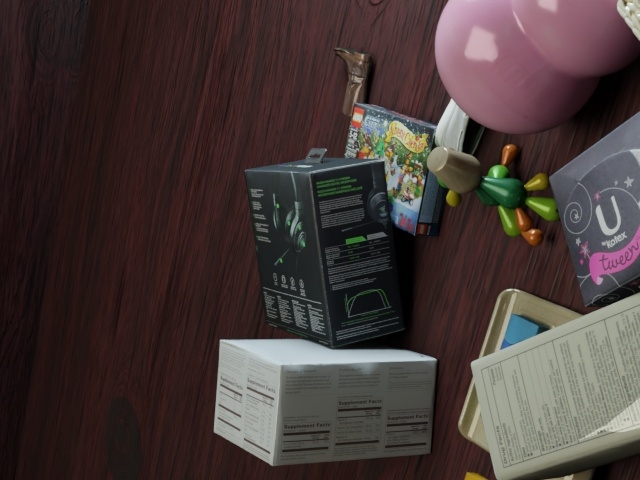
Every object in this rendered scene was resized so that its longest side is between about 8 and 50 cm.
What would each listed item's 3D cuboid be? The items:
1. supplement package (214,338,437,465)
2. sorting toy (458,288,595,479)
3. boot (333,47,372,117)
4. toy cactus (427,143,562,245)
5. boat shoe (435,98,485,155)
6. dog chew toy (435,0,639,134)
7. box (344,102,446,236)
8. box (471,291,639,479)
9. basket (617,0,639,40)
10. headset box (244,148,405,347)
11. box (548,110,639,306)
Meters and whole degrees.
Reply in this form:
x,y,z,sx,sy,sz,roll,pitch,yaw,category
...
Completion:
x,y,z,sx,sy,sz,roll,pitch,yaw,category
0.004,0.229,1.648,0.204,0.262,0.145,10,96,60,supplement package
0.253,0.228,1.391,0.229,0.041,0.307,23,98,58,sorting toy
0.046,-0.257,1.845,0.106,0.037,0.114,34,121,58,boot
0.211,-0.077,1.415,0.112,0.180,0.219,-59,41,8,toy cactus
0.214,-0.190,1.522,0.063,0.066,0.184,48,127,33,boat shoe
0.286,-0.261,1.278,0.332,0.207,0.206,-34,58,45,dog chew toy
0.112,-0.112,1.706,0.233,0.044,0.159,29,113,57,box
0.321,0.152,1.190,0.311,0.121,0.148,-29,63,43,box
0.394,-0.237,1.110,0.103,0.167,0.113,-64,37,43,basket
0.000,0.000,1.738,0.246,0.131,0.283,7,107,63,headset box
0.377,-0.045,1.145,0.247,0.142,0.163,-42,52,52,box
